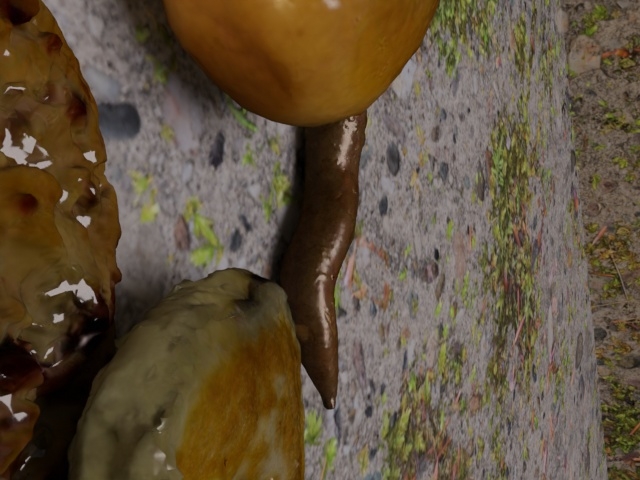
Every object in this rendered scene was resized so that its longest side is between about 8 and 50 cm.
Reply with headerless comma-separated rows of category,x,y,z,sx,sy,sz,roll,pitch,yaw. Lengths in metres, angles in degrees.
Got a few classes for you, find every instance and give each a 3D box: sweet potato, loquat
sweet potato,0.000,0.000,0.674,0.067,0.059,0.281,48,48,-66
loquat,-0.008,-0.196,0.522,0.238,0.193,0.238,-6,97,-54

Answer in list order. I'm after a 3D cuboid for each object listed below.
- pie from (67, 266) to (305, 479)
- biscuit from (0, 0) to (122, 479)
pie,-0.060,0.183,0.471,0.339,0.077,0.339,0,90,-80
biscuit,-0.184,-0.001,0.318,0.289,0.081,0.334,-14,101,-62
